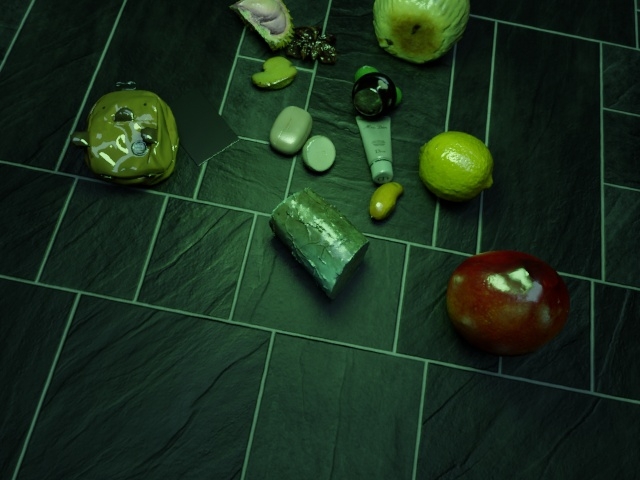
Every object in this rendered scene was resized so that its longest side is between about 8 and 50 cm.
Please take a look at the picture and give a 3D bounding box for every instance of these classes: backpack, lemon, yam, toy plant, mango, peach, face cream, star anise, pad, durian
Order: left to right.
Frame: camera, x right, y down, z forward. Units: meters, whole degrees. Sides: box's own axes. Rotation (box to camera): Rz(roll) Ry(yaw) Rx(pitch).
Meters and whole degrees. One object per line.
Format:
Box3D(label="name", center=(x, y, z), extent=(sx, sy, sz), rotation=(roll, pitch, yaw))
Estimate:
Box3D(label="backpack", center=(-0.701, -0.384, 1.810), extent=(0.353, 0.201, 0.378), rotation=(-7, 75, -11))
Box3D(label="pad", center=(-0.483, -0.452, 1.952), extent=(0.202, 0.005, 0.300), rotation=(-37, 77, -16))
Box3D(label="durian", center=(-0.213, -0.905, 2.062), extent=(0.191, 0.112, 0.341), rotation=(-34, 65, -18))
Box3D(label="star anise", center=(-0.034, -0.811, 2.051), extent=(0.220, 0.126, 0.190), rotation=(-6, 75, -9))
Box3D(label="yam", center=(0.000, 0.000, 1.730), extent=(0.241, 0.241, 0.348), rotation=(-41, 77, -16))
Box3D(label="toy plant", center=(0.215, -0.593, 1.977), extent=(0.218, 0.175, 0.235), rotation=(35, 39, 0))
Box3D(label="face cream", center=(0.225, -0.368, 1.946), extent=(0.143, 0.089, 0.315), rotation=(-2, 59, -5))
Box3D(label="mango", center=(0.244, -0.153, 1.870), extent=(0.098, 0.075, 0.190), rotation=(40, 68, -7))
Box3D(label="lemon", center=(0.496, -0.278, 1.844), extent=(0.310, 0.253, 0.253), rotation=(37, 72, 25))
Box3D(label="peach", center=(0.615, 0.200, 1.625), extent=(0.387, 0.388, 0.389), rotation=(1, 71, -4))

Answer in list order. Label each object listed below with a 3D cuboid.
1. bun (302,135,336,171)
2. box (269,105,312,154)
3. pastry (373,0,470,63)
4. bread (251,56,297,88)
Box3D(label="bun", center=(-0.016, -0.332, 1.906), extent=(0.138, 0.094, 0.138), rotation=(-4, 98, -29))
Box3D(label="box", center=(-0.115, -0.427, 1.928), extent=(0.145, 0.088, 0.200), rotation=(23, 70, 5))
Box3D(label="pastry", center=(0.401, -0.921, 1.993), extent=(0.388, 0.388, 0.313), rotation=(20, 68, 3))
Box3D(label="bread", center=(-0.193, -0.677, 2.027), extent=(0.187, 0.065, 0.150), rotation=(-24, 64, -9))
